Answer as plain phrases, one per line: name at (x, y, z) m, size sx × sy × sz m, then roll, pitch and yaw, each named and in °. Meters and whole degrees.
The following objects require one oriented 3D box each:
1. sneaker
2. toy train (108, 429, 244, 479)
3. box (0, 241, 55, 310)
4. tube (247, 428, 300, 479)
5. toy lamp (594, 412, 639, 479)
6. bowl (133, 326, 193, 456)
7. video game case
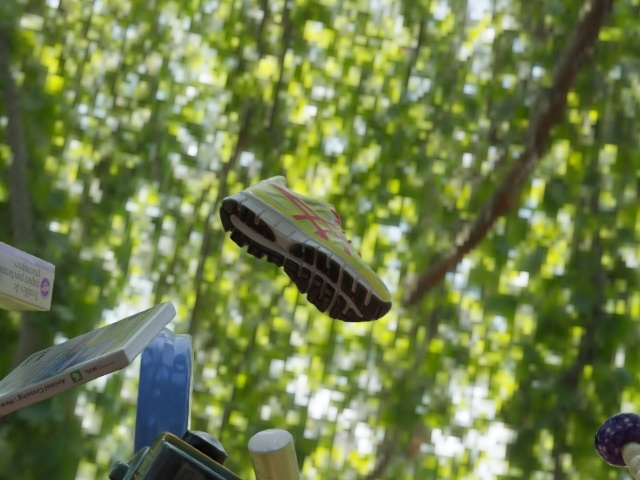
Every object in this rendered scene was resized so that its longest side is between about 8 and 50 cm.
sneaker at (0.000, 0.000, 1.756) m, size 0.208 × 0.094 × 0.081 m, roll 39°, pitch -39°, yaw 14°
toy train at (-0.193, 0.333, 1.654) m, size 0.142 × 0.334 × 0.190 m, roll 35°, pitch -10°, yaw -5°
box at (-0.424, 0.028, 2.052) m, size 0.067 × 0.063 × 0.324 m, roll 0°, pitch -12°, yaw 19°
tube at (-0.047, 0.370, 2.286) m, size 0.062 × 0.070 × 0.240 m, roll -1°, pitch -62°, yaw 21°
toy lamp at (0.376, 0.287, 1.870) m, size 0.080 × 0.080 × 0.275 m, roll 18°, pitch 20°, yaw -19°
bowl at (-0.237, 0.322, 2.557) m, size 0.077 × 0.391 × 0.391 m, roll 2°, pitch -21°, yaw -4°
video game case at (-0.275, 0.136, 1.918) m, size 0.193 × 0.023 × 0.212 m, roll -22°, pitch 8°, yaw 14°
